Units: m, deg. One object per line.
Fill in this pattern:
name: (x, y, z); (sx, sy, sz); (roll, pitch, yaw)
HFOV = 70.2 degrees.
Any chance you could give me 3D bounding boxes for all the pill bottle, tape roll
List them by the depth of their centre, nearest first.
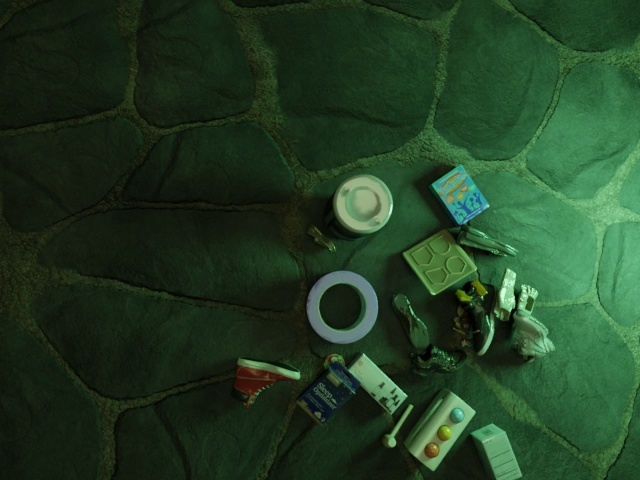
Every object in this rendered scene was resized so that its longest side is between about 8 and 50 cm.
pill bottle: (0.122, -0.105, 1.662); (0.204, 0.361, 0.204); (1, 85, -6)
tape roll: (0.079, 0.255, 1.761); (0.275, 0.090, 0.274); (1, 84, -7)

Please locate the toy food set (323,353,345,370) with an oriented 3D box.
toy food set: (0.054, 0.483, 1.769); (0.083, 0.020, 0.082); (-11, 86, -7)

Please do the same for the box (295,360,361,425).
box: (0.031, 0.577, 1.723); (0.136, 0.036, 0.225); (44, 96, 0)

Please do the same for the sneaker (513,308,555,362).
sneaker: (0.816, 0.382, 1.777); (0.129, 0.111, 0.297); (-40, 120, 1)

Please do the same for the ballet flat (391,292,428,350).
ballet flat: (0.352, 0.321, 1.807); (0.084, 0.058, 0.250); (-31, 94, -13)

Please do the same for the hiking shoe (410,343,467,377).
hiking shoe: (0.463, 0.456, 1.771); (0.227, 0.086, 0.114); (-14, 112, -7)

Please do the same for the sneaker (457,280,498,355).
sneaker: (0.602, 0.295, 1.796); (0.147, 0.104, 0.295); (19, 69, -7)

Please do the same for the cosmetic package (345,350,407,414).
cosmetic package: (0.214, 0.550, 1.761); (0.239, 0.060, 0.099); (44, 81, -1)

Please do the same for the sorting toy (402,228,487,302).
sorting toy: (0.497, 0.123, 1.803); (0.229, 0.041, 0.307); (-28, 66, -11)

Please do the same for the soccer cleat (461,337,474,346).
soccer cleat: (0.609, 0.413, 1.837); (0.083, 0.029, 0.035); (0, 93, -3)

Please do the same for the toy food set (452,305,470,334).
toy food set: (0.578, 0.316, 1.847); (0.078, 0.019, 0.122); (27, 74, -4)

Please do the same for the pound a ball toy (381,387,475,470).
pound a ball toy: (0.411, 0.713, 1.730); (0.208, 0.136, 0.319); (41, 81, -1)

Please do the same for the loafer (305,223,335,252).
loafer: (0.000, 0.000, 1.796); (0.050, 0.056, 0.148); (-43, 80, -8)

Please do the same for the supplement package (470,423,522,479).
supplement package: (0.679, 0.828, 1.764); (0.105, 0.105, 0.179); (-20, 87, -8)

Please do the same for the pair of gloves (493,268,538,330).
pair of gloves: (0.777, 0.245, 1.810); (0.240, 0.042, 0.204); (35, 70, -30)

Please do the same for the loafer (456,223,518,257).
loafer: (0.673, 0.019, 1.853); (0.267, 0.096, 0.084); (24, 101, -10)

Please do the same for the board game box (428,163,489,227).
board game box: (0.570, -0.183, 1.878); (0.160, 0.047, 0.210); (-35, 89, -8)

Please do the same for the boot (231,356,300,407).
boot: (-0.205, 0.544, 1.705); (0.244, 0.088, 0.176); (9, 84, 3)
